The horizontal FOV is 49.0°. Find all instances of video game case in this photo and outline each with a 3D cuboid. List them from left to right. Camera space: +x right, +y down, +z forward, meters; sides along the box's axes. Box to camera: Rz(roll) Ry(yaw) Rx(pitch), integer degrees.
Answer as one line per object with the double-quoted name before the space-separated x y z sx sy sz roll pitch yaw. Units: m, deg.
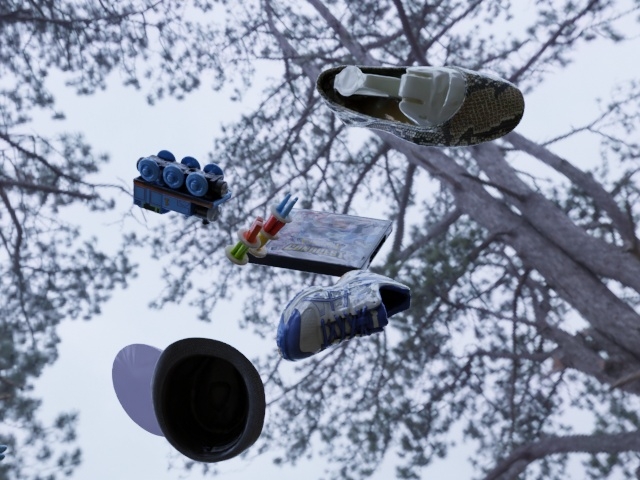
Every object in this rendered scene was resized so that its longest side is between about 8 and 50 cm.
"video game case" 0.000 0.000 1.608 0.248 0.275 0.035 -50 -37 -56

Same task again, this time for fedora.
"fedora" -0.218 0.313 1.448 0.244 0.124 0.275 1 -80 11

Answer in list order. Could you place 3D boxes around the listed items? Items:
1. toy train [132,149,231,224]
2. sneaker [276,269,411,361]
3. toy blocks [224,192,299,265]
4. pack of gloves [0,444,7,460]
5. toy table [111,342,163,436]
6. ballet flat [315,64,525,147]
"toy train" -0.244 -0.091 1.233 0.080 0.184 0.105 -45 -32 -56
"sneaker" 0.049 0.129 1.259 0.296 0.131 0.111 -30 -60 -44
"toy blocks" -0.109 -0.026 1.364 0.148 0.054 0.123 -51 -13 28
"pack of gloves" -0.570 0.332 0.966 0.232 0.046 0.195 -32 -35 1
"toy table" -0.389 0.383 1.794 0.252 0.274 0.161 -39 -24 6
"ballet flat" 0.163 -0.287 1.415 0.182 0.483 0.163 21 -92 -44
